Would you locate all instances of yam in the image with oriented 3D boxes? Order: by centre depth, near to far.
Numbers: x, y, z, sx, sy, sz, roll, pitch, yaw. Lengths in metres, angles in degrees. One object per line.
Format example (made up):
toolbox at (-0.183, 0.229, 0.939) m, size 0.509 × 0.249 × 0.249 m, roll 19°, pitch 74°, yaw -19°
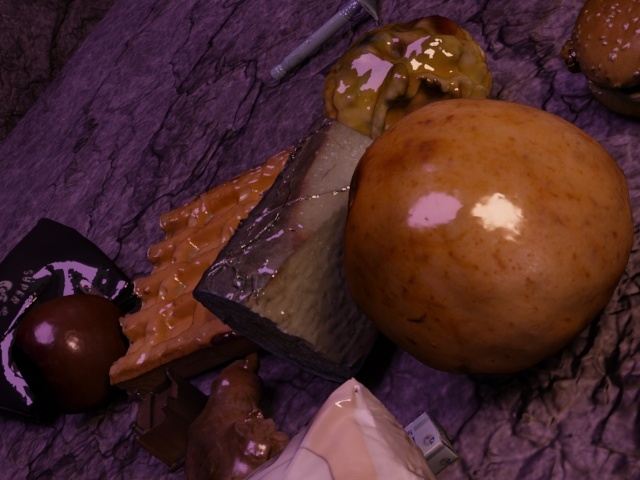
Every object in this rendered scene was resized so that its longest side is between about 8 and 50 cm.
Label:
yam at (0.000, 0.002, 1.033) m, size 0.271 × 0.202 × 0.201 m, roll -57°, pitch 25°, yaw -19°

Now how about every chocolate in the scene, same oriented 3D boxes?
chocolate at (-0.339, 0.153, 1.313) m, size 0.177 × 0.177 × 0.176 m, roll -31°, pitch 33°, yaw 23°

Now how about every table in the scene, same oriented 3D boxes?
table at (-0.182, 0.212, 1.118) m, size 0.070 × 0.082 × 0.083 m, roll -35°, pitch 31°, yaw 15°

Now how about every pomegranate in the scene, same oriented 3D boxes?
pomegranate at (0.147, -0.007, 0.831) m, size 0.260 × 0.260 × 0.260 m, roll -31°, pitch 33°, yaw 23°

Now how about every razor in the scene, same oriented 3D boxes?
razor at (0.000, -0.357, 1.616) m, size 0.232 × 0.068 × 0.106 m, roll -36°, pitch 31°, yaw 25°

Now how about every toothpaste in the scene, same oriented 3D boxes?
toothpaste at (0.051, 0.228, 0.862) m, size 0.164 × 0.034 × 0.046 m, roll -40°, pitch 34°, yaw 9°

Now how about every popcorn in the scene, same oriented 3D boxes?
popcorn at (0.109, -0.179, 1.151) m, size 0.218 × 0.169 × 0.189 m, roll -26°, pitch 38°, yaw -3°

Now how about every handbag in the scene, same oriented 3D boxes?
handbag at (-0.450, 0.136, 1.494) m, size 0.288 × 0.152 × 0.342 m, roll 17°, pitch 66°, yaw 43°

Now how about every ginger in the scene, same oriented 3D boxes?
ginger at (-0.084, 0.240, 0.960) m, size 0.166 × 0.080 × 0.333 m, roll -58°, pitch 22°, yaw 17°

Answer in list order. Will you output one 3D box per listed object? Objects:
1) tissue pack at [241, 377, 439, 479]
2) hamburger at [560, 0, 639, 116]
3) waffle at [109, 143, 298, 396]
tissue pack at (-0.025, 0.328, 0.667) m, size 0.375 × 0.195 × 0.390 m, roll -43°, pitch 39°, yaw 13°
hamburger at (0.349, -0.224, 0.959) m, size 0.215 × 0.122 × 0.189 m, roll -28°, pitch 36°, yaw 31°
waffle at (-0.139, 0.040, 1.283) m, size 0.304 × 0.077 × 0.348 m, roll -23°, pitch 37°, yaw 32°
